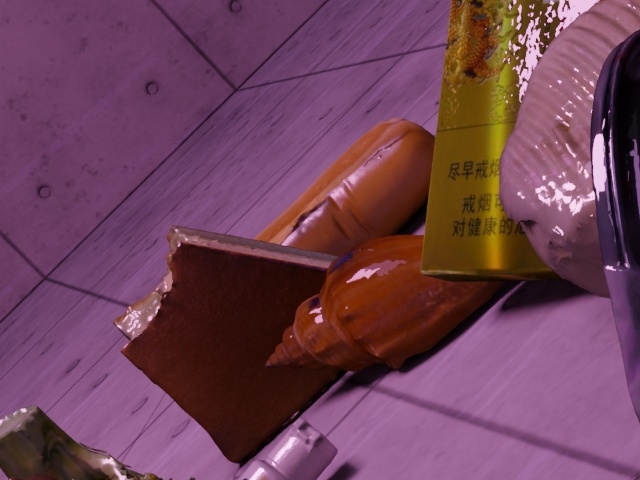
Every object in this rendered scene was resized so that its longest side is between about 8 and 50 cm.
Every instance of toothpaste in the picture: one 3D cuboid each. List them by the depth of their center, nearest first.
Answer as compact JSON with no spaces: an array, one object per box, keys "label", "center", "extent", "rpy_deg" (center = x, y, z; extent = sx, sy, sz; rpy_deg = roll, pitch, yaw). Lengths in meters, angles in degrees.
[{"label":"toothpaste","center":[-0.101,0.264,1.411],"extent":[0.314,0.056,0.058],"rpy_deg":[-49,-27,-9]}]

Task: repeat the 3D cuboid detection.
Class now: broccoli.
[{"label":"broccoli","center":[-0.198,0.219,1.510],"extent":[0.219,0.194,0.194],"rpy_deg":[-41,9,-34]}]

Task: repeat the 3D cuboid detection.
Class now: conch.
[{"label":"conch","center":[0.077,0.027,1.524],"extent":[0.330,0.093,0.109],"rpy_deg":[-36,12,29]}]

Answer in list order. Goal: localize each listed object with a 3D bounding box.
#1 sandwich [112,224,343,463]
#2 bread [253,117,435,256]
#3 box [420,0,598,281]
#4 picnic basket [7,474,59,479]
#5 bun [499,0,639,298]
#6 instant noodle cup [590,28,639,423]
[{"label":"sandwich","center":[-0.058,0.053,1.656],"extent":[0.220,0.186,0.108],"rpy_deg":[-42,14,2]},{"label":"bread","center":[0.000,0.000,1.870],"extent":[0.305,0.091,0.142],"rpy_deg":[-43,6,1]},{"label":"box","center":[0.160,-0.125,1.413],"extent":[0.173,0.043,0.311],"rpy_deg":[-4,77,52]},{"label":"picnic basket","center":[-0.206,0.228,1.329],"extent":[0.128,0.137,0.178],"rpy_deg":[-64,-24,-9]},{"label":"bun","center":[0.234,-0.073,1.234],"extent":[0.239,0.141,0.239],"rpy_deg":[-33,39,32]},{"label":"instant noodle cup","center":[0.245,0.008,0.759],"extent":[0.181,0.258,0.302],"rpy_deg":[-20,28,28]}]
